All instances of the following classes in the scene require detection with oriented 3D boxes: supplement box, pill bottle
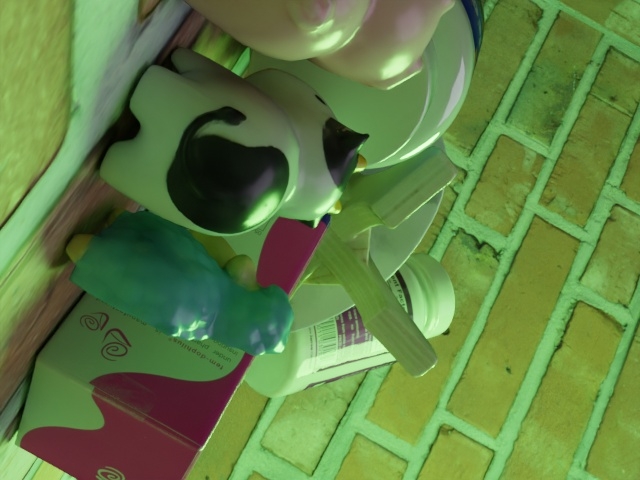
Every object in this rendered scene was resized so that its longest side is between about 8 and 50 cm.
[{"bbox_3d":[-0.094,0.057,0.705,0.220,0.111,0.114,-60,180,-45],"label":"supplement box"},{"bbox_3d":[0.035,0.101,1.440,0.301,0.169,0.169,-11,144,-36],"label":"pill bottle"},{"bbox_3d":[0.036,-0.138,0.745,0.152,0.152,0.272,-61,180,23],"label":"pill bottle"}]

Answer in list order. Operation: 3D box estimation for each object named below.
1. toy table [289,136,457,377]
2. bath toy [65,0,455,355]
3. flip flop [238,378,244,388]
[{"bbox_3d":[0.000,0.000,0.907,0.274,0.252,0.161,-52,-168,13],"label":"toy table"},{"bbox_3d":[0.002,-0.103,0.522,0.348,0.129,0.151,-62,179,24],"label":"bath toy"},{"bbox_3d":[-0.110,0.062,1.060,0.080,0.112,0.277,-102,-146,-68],"label":"flip flop"}]
